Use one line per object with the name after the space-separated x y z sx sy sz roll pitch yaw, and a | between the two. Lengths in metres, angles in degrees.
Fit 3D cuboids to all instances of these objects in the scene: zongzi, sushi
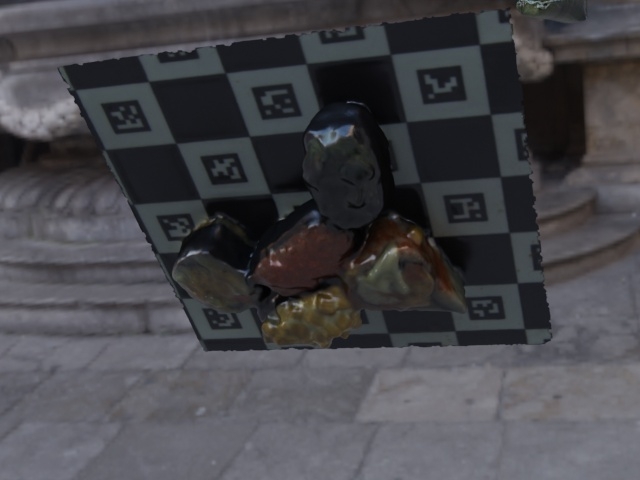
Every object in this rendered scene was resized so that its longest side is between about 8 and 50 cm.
0.263 -0.300 1.105 0.052 0.113 0.104 20 18 39 | zongzi
0.000 0.000 0.810 0.343 0.359 0.064 -3 44 16 | sushi
